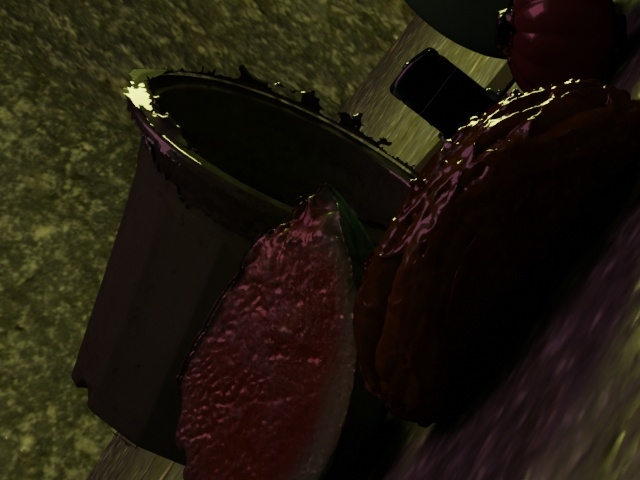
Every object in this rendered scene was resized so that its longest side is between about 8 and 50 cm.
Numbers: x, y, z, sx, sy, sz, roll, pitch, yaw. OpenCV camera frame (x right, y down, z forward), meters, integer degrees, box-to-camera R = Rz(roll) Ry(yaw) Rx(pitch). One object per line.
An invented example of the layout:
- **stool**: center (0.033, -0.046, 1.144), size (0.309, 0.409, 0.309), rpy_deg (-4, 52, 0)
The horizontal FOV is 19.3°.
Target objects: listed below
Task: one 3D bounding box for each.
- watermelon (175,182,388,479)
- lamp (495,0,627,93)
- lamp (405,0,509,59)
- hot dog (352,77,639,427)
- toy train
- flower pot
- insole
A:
- **watermelon**: center (0.008, 0.096, 1.200), size (0.146, 0.128, 0.231), rpy_deg (12, -68, -56)
- **lamp**: center (0.172, -0.149, 1.345), size (0.107, 0.092, 0.107), rpy_deg (-178, 90, -90)
- **lamp**: center (0.149, -0.244, 1.538), size (0.147, 0.209, 0.284), rpy_deg (-58, 9, -30)
- **hot dog**: center (0.093, -0.004, 1.063), size (0.227, 0.099, 0.160), rpy_deg (-51, 3, 0)
- **toy train**: center (0.111, -0.117, 1.591), size (0.071, 0.111, 0.170), rpy_deg (-50, 6, 6)
- **flower pot**: center (-0.060, 0.030, 1.482), size (0.290, 0.290, 0.259), rpy_deg (-68, 2, -71)
- **insole**: center (0.149, -0.123, 1.878), size (0.328, 0.007, 0.111), rpy_deg (-49, 5, 43)
